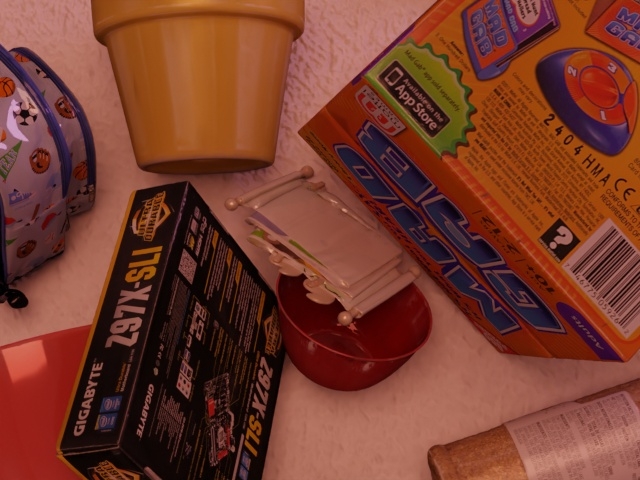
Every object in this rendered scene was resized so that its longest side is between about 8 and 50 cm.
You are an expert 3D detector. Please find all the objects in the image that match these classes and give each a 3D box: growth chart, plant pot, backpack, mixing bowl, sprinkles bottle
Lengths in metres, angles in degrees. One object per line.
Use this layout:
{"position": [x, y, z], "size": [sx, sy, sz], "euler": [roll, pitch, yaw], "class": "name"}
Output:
{"position": [0.000, 0.000, 1.419], "size": [0.172, 0.021, 0.237], "euler": [-21, 52, -40], "class": "growth chart"}
{"position": [-0.142, -0.205, 1.465], "size": [0.254, 0.254, 0.239], "euler": [-3, 88, 2], "class": "plant pot"}
{"position": [-0.382, -0.106, 1.422], "size": [0.276, 0.263, 0.213], "euler": [41, 62, 14], "class": "backpack"}
{"position": [0.027, 0.105, 1.397], "size": [0.181, 0.098, 0.181], "euler": [12, 36, -9], "class": "mixing bowl"}
{"position": [-0.276, 0.237, 1.318], "size": [0.274, 0.275, 0.243], "euler": [-16, 82, -2], "class": "plant pot"}
{"position": [0.300, 0.227, 1.346], "size": [0.355, 0.121, 0.121], "euler": [-18, 72, -3], "class": "sprinkles bottle"}

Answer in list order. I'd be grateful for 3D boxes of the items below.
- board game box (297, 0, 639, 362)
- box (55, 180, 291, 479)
{"position": [0.248, -0.126, 1.291], "size": [0.356, 0.356, 0.356], "euler": [-44, 94, -10], "class": "board game box"}
{"position": [-0.137, 0.139, 1.279], "size": [0.079, 0.257, 0.322], "euler": [-9, 50, 23], "class": "box"}
